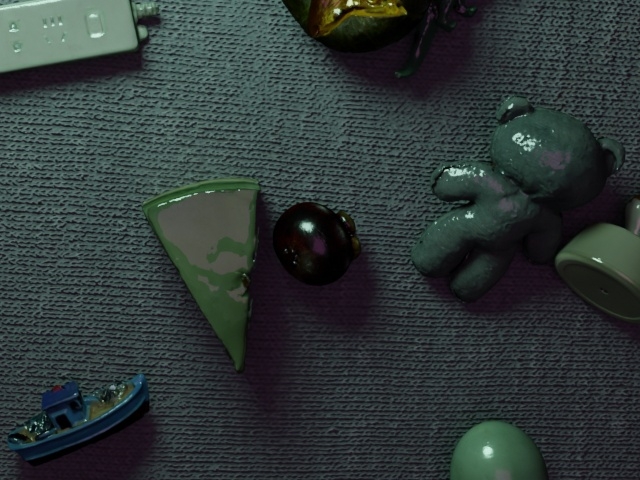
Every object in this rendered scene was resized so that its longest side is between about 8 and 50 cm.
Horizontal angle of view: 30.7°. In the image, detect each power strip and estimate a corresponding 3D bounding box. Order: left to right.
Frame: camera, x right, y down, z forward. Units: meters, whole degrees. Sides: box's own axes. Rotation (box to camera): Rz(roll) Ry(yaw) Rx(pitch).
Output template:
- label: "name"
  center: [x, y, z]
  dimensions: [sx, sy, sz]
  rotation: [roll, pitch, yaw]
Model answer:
- label: "power strip"
  center: [-0.402, -0.304, 1.705]
  dimensions: [0.338, 0.058, 0.098]
  rotation: [-11, 96, -4]

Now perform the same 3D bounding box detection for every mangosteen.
- label: "mangosteen"
  center: [0.000, 0.000, 1.751]
  dimensions: [0.140, 0.140, 0.140]
  rotation: [-1, 96, -5]

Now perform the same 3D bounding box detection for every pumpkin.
- label: "pumpkin"
  center: [0.052, -0.390, 1.683]
  dimensions: [0.238, 0.159, 0.238]
  rotation: [3, 113, 8]

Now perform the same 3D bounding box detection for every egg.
- label: "egg"
  center: [0.275, 0.371, 1.790]
  dimensions: [0.149, 0.149, 0.192]
  rotation: [-16, 101, -3]

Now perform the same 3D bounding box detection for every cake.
- label: "cake"
  center: [-0.182, 0.049, 1.718]
  dimensions: [0.172, 0.158, 0.283]
  rotation: [3, 99, -5]

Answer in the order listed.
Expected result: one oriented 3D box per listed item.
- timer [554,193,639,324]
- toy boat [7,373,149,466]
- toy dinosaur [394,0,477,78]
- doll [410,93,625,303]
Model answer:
- label: "timer"
  center: [0.501, -0.026, 1.785]
  dimensions: [0.175, 0.175, 0.266]
  rotation: [38, 76, -8]
- label: "toy boat"
  center: [-0.363, 0.254, 1.747]
  dimensions: [0.223, 0.100, 0.097]
  rotation: [-24, 111, -4]
- label: "toy dinosaur"
  center: [0.206, -0.367, 1.747]
  dimensions: [0.120, 0.079, 0.292]
  rotation: [17, 93, -1]
- label: "doll"
  center: [0.277, -0.067, 1.765]
  dimensions: [0.246, 0.158, 0.340]
  rotation: [29, 121, -15]
